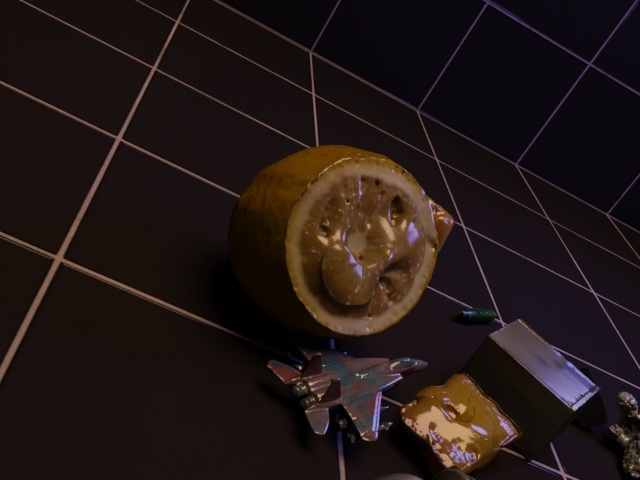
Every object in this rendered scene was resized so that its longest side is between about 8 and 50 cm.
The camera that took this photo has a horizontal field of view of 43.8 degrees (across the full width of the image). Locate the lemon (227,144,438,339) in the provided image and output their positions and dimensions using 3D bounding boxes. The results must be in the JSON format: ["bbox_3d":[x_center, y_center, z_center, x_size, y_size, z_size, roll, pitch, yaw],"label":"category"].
[{"bbox_3d":[0.000,0.000,1.402,0.364,0.364,0.364,26,25,-13],"label":"lemon"}]

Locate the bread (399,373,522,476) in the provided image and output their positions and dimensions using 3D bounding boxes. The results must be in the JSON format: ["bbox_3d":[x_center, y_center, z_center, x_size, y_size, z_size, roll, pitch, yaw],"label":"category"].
[{"bbox_3d":[0.229,0.323,1.359,0.161,0.088,0.233,41,28,29],"label":"bread"}]

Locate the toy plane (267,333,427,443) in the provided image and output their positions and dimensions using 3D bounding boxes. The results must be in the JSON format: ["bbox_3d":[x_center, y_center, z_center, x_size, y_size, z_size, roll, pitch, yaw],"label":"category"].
[{"bbox_3d":[0.068,0.234,1.308,0.326,0.104,0.223,5,37,-49],"label":"toy plane"}]

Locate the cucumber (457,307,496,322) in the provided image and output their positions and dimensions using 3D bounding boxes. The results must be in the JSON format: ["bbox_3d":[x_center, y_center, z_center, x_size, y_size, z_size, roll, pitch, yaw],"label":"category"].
[{"bbox_3d":[0.358,0.173,1.850,0.155,0.037,0.037,8,34,-46],"label":"cucumber"}]

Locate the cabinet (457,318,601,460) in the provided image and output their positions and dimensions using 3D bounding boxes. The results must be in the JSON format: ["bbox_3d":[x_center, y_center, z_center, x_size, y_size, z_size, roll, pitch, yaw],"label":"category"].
[{"bbox_3d":[0.394,0.285,1.543,0.206,0.150,0.145,44,32,24],"label":"cabinet"}]

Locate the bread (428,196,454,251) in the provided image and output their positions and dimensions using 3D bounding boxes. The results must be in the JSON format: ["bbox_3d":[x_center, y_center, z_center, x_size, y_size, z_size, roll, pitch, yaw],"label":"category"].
[{"bbox_3d":[0.171,-0.065,1.923,0.294,0.166,0.132,35,1,9],"label":"bread"}]

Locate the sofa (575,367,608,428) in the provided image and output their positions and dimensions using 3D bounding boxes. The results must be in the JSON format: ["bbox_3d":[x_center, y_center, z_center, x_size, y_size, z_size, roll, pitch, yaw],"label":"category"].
[{"bbox_3d":[0.570,0.351,1.752,0.085,0.060,0.147,-12,26,7],"label":"sofa"}]

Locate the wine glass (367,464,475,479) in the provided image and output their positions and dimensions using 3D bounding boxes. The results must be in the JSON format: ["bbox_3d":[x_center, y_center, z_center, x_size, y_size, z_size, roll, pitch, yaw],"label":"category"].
[{"bbox_3d":[0.120,0.373,1.109,0.222,0.103,0.103,9,33,-42],"label":"wine glass"}]

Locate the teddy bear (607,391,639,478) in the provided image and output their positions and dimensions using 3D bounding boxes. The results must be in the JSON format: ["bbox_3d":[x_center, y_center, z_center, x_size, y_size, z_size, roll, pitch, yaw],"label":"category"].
[{"bbox_3d":[0.668,0.431,1.683,0.133,0.111,0.213,13,49,6],"label":"teddy bear"}]
